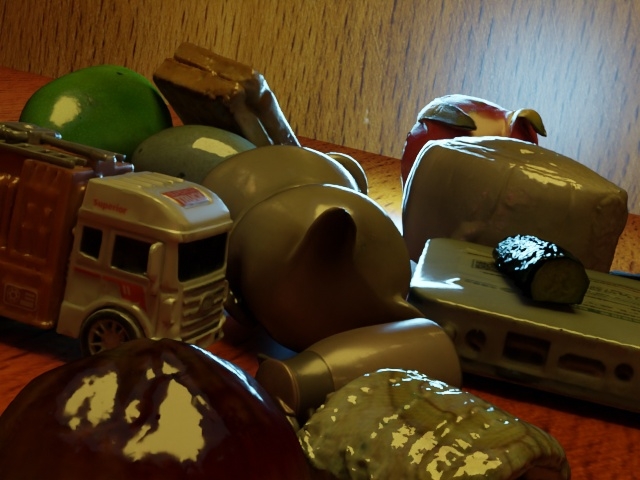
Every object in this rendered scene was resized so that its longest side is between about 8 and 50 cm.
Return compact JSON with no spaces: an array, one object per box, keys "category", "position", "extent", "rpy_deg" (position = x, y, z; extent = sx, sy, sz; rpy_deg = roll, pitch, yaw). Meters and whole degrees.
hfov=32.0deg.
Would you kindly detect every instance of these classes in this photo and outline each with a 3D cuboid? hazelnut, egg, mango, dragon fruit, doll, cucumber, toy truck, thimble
[{"category":"hazelnut","position":[-0.105,0.146,0.668],"extent":[0.204,0.178,0.178],"rpy_deg":[-3,15,-14]},{"category":"egg","position":[-0.188,-0.099,1.785],"extent":[0.236,0.169,0.169],"rpy_deg":[18,12,4]},{"category":"mango","position":[-0.374,-0.170,1.850],"extent":[0.201,0.225,0.382],"rpy_deg":[-3,17,16]},{"category":"dragon fruit","position":[0.323,-0.127,2.127],"extent":[0.305,0.305,0.226],"rpy_deg":[1,11,-42]},{"category":"doll","position":[-0.026,0.008,1.323],"extent":[0.226,0.215,0.370],"rpy_deg":[-30,23,3]},{"category":"cucumber","position":[0.268,0.021,1.377],"extent":[0.078,0.062,0.211],"rpy_deg":[8,13,-4]},{"category":"toy truck","position":[-0.281,-0.010,1.155],"extent":[0.387,0.207,0.173],"rpy_deg":[15,12,16]},{"category":"thimble","position":[0.075,0.169,0.778],"extent":[0.143,0.137,0.190],"rpy_deg":[24,1,37]}]

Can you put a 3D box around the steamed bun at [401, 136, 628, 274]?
[{"category":"steamed bun","position":[0.266,-0.039,1.751],"extent":[0.236,0.247,0.383],"rpy_deg":[4,14,-43]}]

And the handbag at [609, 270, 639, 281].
[{"category":"handbag","position":[0.488,0.073,1.938],"extent":[0.221,0.057,0.144],"rpy_deg":[3,7,-32]}]

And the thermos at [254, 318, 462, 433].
[{"category":"thermos","position":[0.036,0.144,1.029],"extent":[0.193,0.105,0.137],"rpy_deg":[-2,49,-39]}]

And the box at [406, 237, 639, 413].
[{"category":"box","position":[0.306,0.107,1.424],"extent":[0.396,0.111,0.396],"rpy_deg":[12,12,8]}]

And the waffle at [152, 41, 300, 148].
[{"category":"waffle","position":[-0.137,-0.180,1.939],"extent":[0.224,0.098,0.327],"rpy_deg":[27,-22,41]}]
